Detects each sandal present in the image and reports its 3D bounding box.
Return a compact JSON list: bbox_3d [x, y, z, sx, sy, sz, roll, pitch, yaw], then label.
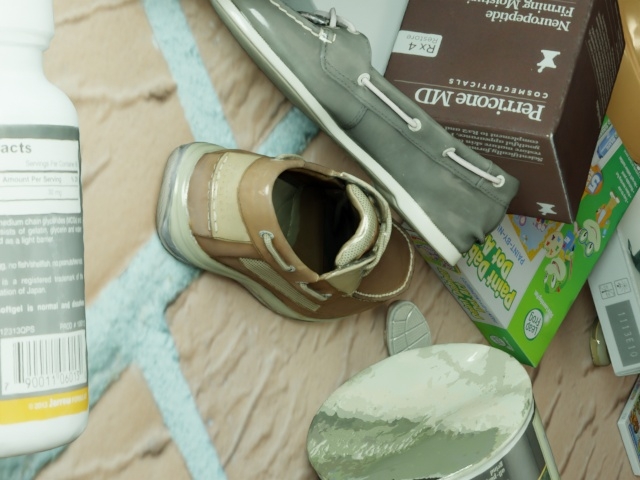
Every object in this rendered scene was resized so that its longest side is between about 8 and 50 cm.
[{"bbox_3d":[0.366,0.086,2.100,0.180,0.049,0.072,-51,131,-45],"label":"sandal"}]

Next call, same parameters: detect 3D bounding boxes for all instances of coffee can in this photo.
[{"bbox_3d":[0.124,0.258,1.575,0.201,0.201,0.275,-52,131,-44],"label":"coffee can"}]

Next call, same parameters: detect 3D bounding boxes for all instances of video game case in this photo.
[{"bbox_3d":[0.395,0.214,2.180,0.122,0.011,0.087,-55,134,-43],"label":"video game case"}]

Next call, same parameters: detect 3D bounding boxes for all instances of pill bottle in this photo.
[{"bbox_3d":[-0.222,-0.013,1.071,0.162,0.162,0.278,-3,92,-58],"label":"pill bottle"}]

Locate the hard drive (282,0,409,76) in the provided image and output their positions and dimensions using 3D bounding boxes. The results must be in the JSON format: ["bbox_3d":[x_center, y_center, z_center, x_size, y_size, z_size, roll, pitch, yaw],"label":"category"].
[{"bbox_3d":[0.053,-0.278,1.620,0.203,0.040,0.307,60,43,-38],"label":"hard drive"}]

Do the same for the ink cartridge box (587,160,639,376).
[{"bbox_3d":[0.367,0.000,2.039,0.239,0.060,0.275,-13,86,-56],"label":"ink cartridge box"}]

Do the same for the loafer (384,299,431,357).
[{"bbox_3d":[0.083,0.109,1.673,0.045,0.039,0.125,-28,114,-18],"label":"loafer"}]

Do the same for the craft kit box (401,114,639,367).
[{"bbox_3d":[0.209,-0.038,1.793,0.246,0.061,0.250,-56,137,-14],"label":"craft kit box"}]

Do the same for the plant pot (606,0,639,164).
[{"bbox_3d":[0.424,-0.248,2.000,0.291,0.203,0.291,32,49,-46],"label":"plant pot"}]

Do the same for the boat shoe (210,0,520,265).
[{"bbox_3d":[0.039,-0.118,1.468,0.095,0.112,0.335,-44,117,-1],"label":"boat shoe"}]

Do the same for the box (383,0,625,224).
[{"bbox_3d":[0.167,-0.151,1.621,0.167,0.168,0.203,63,42,-60],"label":"box"}]

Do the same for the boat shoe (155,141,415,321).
[{"bbox_3d":[0.000,0.000,1.460,0.324,0.116,0.123,16,76,-57],"label":"boat shoe"}]
